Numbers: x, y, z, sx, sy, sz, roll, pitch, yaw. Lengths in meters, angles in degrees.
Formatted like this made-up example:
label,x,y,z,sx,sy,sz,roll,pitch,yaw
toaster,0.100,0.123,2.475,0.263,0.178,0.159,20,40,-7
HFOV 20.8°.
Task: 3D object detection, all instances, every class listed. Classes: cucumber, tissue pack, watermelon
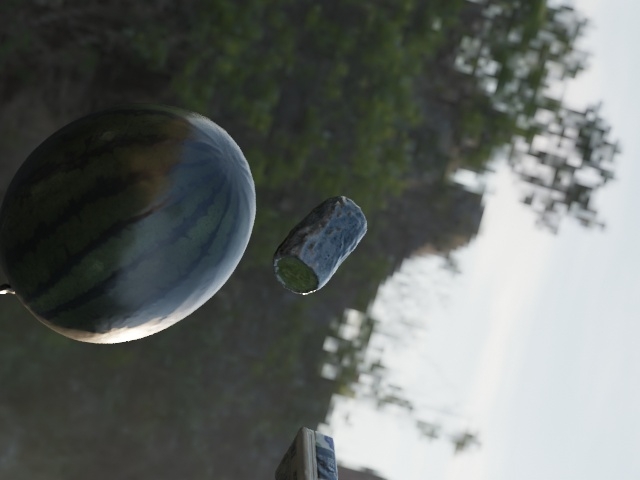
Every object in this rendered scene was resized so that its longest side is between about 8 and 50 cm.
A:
label,x,y,z,sx,sy,sz,roll,pitch,yaw
cucumber,-0.001,0.002,1.759,0.112,0.064,0.064,-51,168,-41
tissue pack,-0.012,0.212,1.498,0.062,0.042,0.083,-58,-161,29
watermelon,-0.249,-0.017,2.151,0.359,0.279,0.279,-35,-154,29
